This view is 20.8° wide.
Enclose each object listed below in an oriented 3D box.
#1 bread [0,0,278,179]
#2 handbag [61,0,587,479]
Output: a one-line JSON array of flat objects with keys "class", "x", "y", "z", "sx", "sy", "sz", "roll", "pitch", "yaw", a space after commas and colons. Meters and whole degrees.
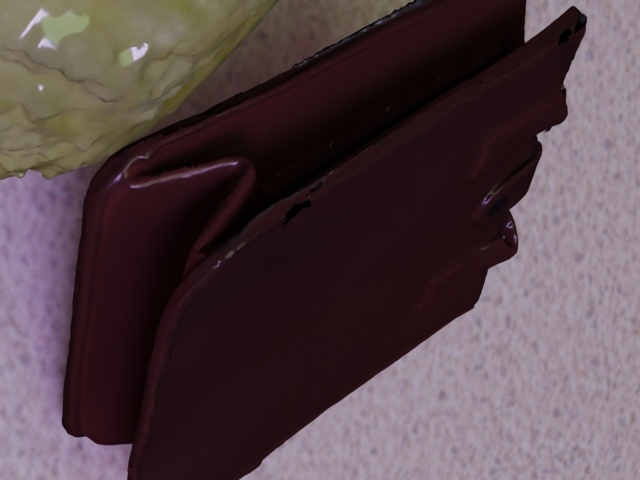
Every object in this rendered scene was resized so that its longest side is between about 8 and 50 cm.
[{"class": "bread", "x": -0.096, "y": -0.179, "z": 0.720, "sx": 0.237, "sy": 0.320, "sz": 0.321, "roll": 34, "pitch": 79, "yaw": -30}, {"class": "handbag", "x": 0.001, "y": 0.001, "z": 0.888, "sx": 0.275, "sy": 0.084, "sz": 0.260, "roll": -30, "pitch": 153, "yaw": -31}]
